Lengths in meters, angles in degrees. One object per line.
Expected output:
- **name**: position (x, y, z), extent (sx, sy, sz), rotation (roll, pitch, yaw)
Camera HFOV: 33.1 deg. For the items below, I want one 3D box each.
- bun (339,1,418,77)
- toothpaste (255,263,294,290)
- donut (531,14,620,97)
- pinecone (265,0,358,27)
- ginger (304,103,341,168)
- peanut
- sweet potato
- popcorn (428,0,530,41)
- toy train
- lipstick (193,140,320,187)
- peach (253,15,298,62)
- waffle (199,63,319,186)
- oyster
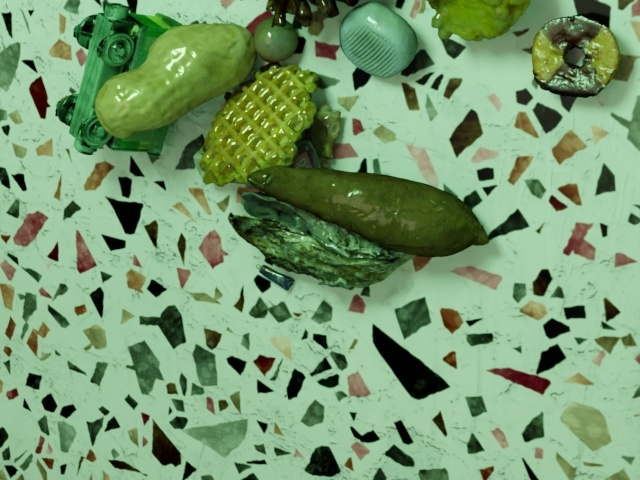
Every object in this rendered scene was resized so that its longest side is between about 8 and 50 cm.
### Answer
- **bun**: position (0.100, -0.345, 1.818), extent (0.141, 0.083, 0.140), rotation (21, 151, 12)
- **toothpaste**: position (-0.089, 0.068, 2.075), extent (0.083, 0.019, 0.027), rotation (29, 91, 18)
- **donut**: position (0.403, -0.289, 1.692), extent (0.141, 0.059, 0.140), rotation (8, 107, 27)
- **pinecone**: position (-0.037, -0.497, 1.767), extent (0.298, 0.242, 0.295), rotation (14, 105, 35)
- **ginger**: position (0.001, -0.161, 1.952), extent (0.070, 0.051, 0.173), rotation (13, 114, 26)
- **peanut**: position (-0.263, -0.299, 1.936), extent (0.319, 0.147, 0.147), rotation (-31, 87, -11)
- **sweet potato**: position (0.081, -0.060, 1.829), extent (0.423, 0.130, 0.130), rotation (16, 113, -5)
- **popcorn**: position (0.230, -0.416, 1.687), extent (0.189, 0.169, 0.218), rotation (-22, 87, 30)
- **toy train**: position (-0.370, -0.299, 2.026), extent (0.120, 0.202, 0.300), rotation (40, 121, 42)
- **lipstick**: position (-0.122, -0.140, 1.974), extent (0.253, 0.077, 0.079), rotation (4, 127, 40)
- **peach**: position (-0.081, -0.358, 1.922), extent (0.083, 0.083, 0.083), rotation (8, 107, 26)
- **waffle**: position (-0.112, -0.205, 1.916), extent (0.245, 0.052, 0.254), rotation (-8, 56, 36)
- **oyster**: position (0.004, 0.001, 1.945), extent (0.351, 0.162, 0.158), rotation (12, 86, 14)
